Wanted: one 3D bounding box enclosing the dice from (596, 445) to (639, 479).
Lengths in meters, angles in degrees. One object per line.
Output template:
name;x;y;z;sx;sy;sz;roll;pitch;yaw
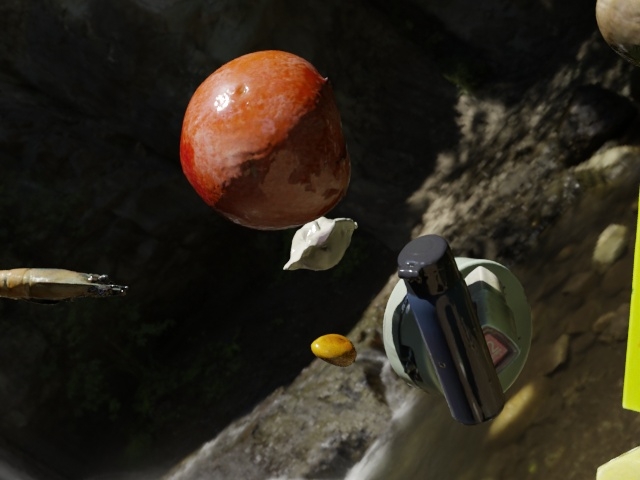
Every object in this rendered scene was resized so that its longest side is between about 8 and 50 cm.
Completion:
dice;0.739;0.545;1.461;0.166;0.169;0.169;-8;-30;-36

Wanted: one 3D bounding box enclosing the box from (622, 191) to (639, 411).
box;0.394;0.008;0.719;0.187;0.047;0.335;1;-87;-47

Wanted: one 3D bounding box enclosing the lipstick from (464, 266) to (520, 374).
lipstick;0.273;0.123;1.089;0.079;0.077;0.253;-49;4;23

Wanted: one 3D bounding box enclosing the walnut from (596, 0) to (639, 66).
walnut;0.383;-0.250;0.713;0.140;0.162;0.140;-43;-22;-22

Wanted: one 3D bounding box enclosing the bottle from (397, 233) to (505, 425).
bottle;0.159;0.108;0.795;0.072;0.244;0.082;2;35;45

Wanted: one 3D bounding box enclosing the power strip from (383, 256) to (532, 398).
power strip;0.313;0.209;1.541;0.357;0.357;0.161;-49;23;-20

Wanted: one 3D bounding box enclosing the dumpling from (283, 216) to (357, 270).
dumpling;0.000;0.000;1.384;0.188;0.108;0.127;-29;-20;-16

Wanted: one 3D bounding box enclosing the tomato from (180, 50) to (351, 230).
tomato;-0.085;-0.141;0.977;0.265;0.265;0.265;-50;-5;-5

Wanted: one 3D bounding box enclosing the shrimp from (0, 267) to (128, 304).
shrimp;-0.437;0.083;1.114;0.198;0.262;0.051;92;178;-79

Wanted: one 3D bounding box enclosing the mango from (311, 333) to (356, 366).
mango;0.033;0.264;1.577;0.060;0.114;0.080;-59;17;24
